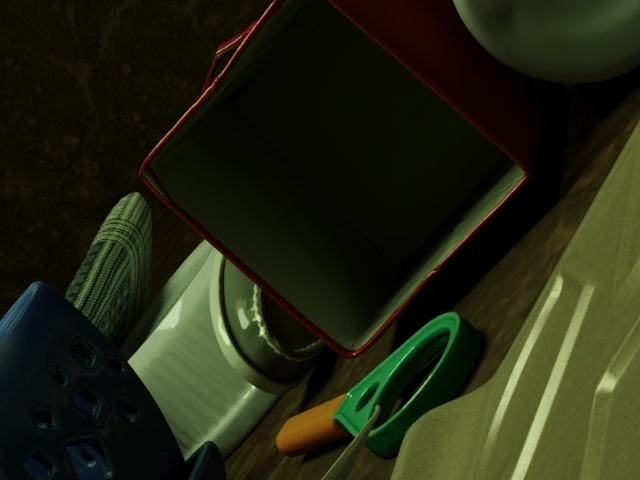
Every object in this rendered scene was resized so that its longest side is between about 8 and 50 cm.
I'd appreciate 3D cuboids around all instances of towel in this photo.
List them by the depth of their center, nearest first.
[{"bbox_3d":[-0.205,0.167,1.483,0.312,0.056,0.324,-72,-8,-59],"label":"towel"}]

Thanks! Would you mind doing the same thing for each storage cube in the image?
[{"bbox_3d":[0.029,-0.072,1.138,0.183,0.215,0.193,-48,3,26],"label":"storage cube"}]

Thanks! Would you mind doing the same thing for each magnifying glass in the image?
[{"bbox_3d":[0.028,0.100,1.037,0.092,0.026,0.231,-57,9,-27],"label":"magnifying glass"}]

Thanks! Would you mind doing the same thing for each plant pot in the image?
[{"bbox_3d":[-0.211,0.212,1.191,0.236,0.212,0.236,-45,11,34],"label":"plant pot"}]

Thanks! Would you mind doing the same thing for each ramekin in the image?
[{"bbox_3d":[-0.089,0.084,1.415,0.207,0.109,0.207,-50,9,11],"label":"ramekin"}]

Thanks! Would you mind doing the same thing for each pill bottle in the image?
[{"bbox_3d":[0.165,-0.216,1.151,0.161,0.161,0.283,-49,10,18],"label":"pill bottle"}]

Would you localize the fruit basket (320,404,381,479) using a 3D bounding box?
[{"bbox_3d":[-0.113,0.250,0.579,0.353,0.165,0.327,-52,-14,-50],"label":"fruit basket"}]

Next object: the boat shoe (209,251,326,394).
[{"bbox_3d":[-0.003,-0.003,1.325,0.091,0.109,0.305,-38,19,33],"label":"boat shoe"}]

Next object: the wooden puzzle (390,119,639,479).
[{"bbox_3d":[0.106,0.053,0.508,0.348,0.080,0.322,-60,4,36],"label":"wooden puzzle"}]
